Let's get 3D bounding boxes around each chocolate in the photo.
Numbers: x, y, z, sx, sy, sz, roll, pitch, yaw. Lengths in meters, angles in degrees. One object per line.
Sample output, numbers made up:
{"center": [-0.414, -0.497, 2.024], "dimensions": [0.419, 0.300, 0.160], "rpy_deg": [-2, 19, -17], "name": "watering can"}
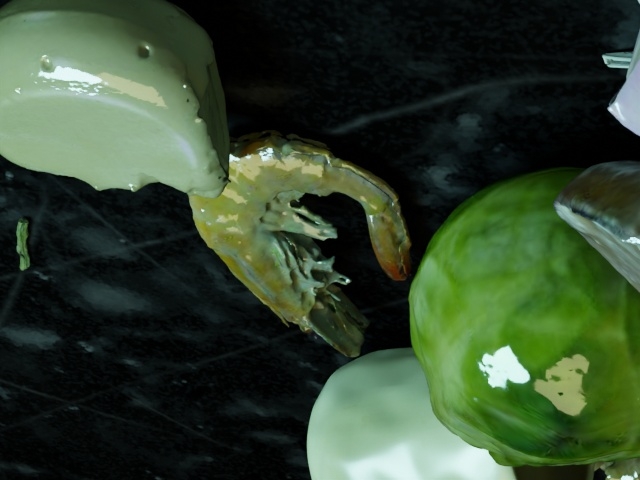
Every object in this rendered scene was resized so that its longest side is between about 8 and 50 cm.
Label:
{"center": [0.255, 0.034, 0.954], "dimensions": [0.254, 0.080, 0.157], "rpy_deg": [42, -178, -15], "name": "chocolate"}

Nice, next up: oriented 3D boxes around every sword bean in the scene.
{"center": [-0.261, 0.002, 1.434], "dimensions": [0.012, 0.012, 0.083], "rpy_deg": [15, 149, 0], "name": "sword bean"}

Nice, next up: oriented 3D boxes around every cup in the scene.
{"center": [0.128, 0.164, 1.421], "dimensions": [0.202, 0.255, 0.173], "rpy_deg": [-11, 97, 34], "name": "cup"}

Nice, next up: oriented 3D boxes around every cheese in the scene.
{"center": [-0.160, -0.106, 1.149], "dimensions": [0.203, 0.091, 0.175], "rpy_deg": [6, 147, 18], "name": "cheese"}

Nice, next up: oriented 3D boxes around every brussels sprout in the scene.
{"center": [0.169, 0.065, 1.162], "dimensions": [0.219, 0.210, 0.271], "rpy_deg": [5, 152, -20], "name": "brussels sprout"}

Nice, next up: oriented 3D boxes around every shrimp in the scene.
{"center": [0.000, -0.001, 1.284], "dimensions": [0.173, 0.058, 0.253], "rpy_deg": [-18, 134, 29], "name": "shrimp"}

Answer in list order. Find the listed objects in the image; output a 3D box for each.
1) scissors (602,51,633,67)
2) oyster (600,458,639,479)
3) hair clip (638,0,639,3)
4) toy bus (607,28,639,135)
{"center": [0.229, -0.113, 1.022], "dimensions": [0.119, 0.058, 0.014], "rpy_deg": [7, 131, 44], "name": "scissors"}
{"center": [0.379, 0.214, 1.379], "dimensions": [0.198, 0.133, 0.337], "rpy_deg": [19, 153, -19], "name": "oyster"}
{"center": [0.122, -0.226, 0.690], "dimensions": [0.330, 0.085, 0.101], "rpy_deg": [57, 167, -7], "name": "hair clip"}
{"center": [0.270, -0.170, 0.792], "dimensions": [0.162, 0.171, 0.386], "rpy_deg": [19, 148, 2], "name": "toy bus"}
